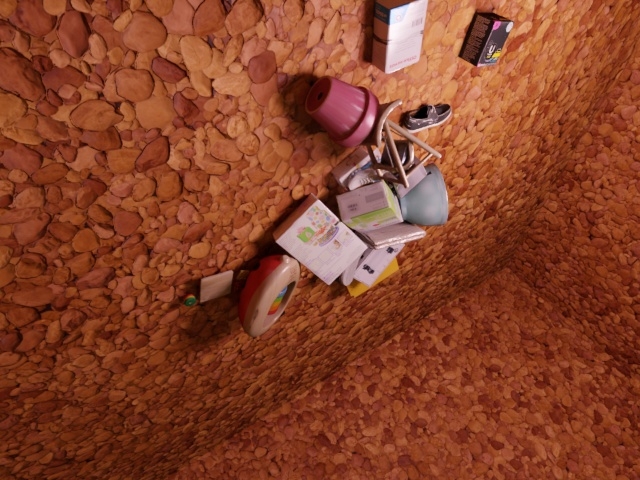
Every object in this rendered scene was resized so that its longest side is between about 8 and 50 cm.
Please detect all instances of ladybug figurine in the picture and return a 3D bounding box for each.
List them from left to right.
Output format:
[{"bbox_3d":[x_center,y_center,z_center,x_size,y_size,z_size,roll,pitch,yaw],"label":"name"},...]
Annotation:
[{"bbox_3d":[-0.232,0.221,1.767,0.305,0.162,0.449,-33,154,-56],"label":"ladybug figurine"}]

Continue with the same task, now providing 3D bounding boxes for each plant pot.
[{"bbox_3d":[0.059,-0.426,1.321,0.180,0.201,0.201,22,114,-36],"label":"plant pot"},{"bbox_3d":[0.447,-0.195,1.912,0.196,0.293,0.293,-11,144,1],"label":"plant pot"}]

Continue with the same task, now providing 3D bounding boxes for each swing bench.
[{"bbox_3d":[0.236,-0.338,1.434,0.165,0.253,0.254,-43,108,-1],"label":"swing bench"}]

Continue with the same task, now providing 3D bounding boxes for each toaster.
[{"bbox_3d":[0.349,-0.299,1.759,0.186,0.168,0.110,-43,146,5],"label":"toaster"}]

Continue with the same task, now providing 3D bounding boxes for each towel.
[{"bbox_3d":[0.326,-0.030,1.912,0.282,0.187,0.049,-13,117,-17],"label":"towel"}]

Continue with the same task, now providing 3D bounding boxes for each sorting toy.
[{"bbox_3d":[-0.421,0.172,1.666,0.275,0.046,0.132,-15,140,-32],"label":"sorting toy"}]

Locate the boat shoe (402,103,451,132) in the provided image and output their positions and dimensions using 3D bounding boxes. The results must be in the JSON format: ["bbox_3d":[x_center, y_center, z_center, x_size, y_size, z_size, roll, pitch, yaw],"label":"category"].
[{"bbox_3d":[0.445,-0.514,1.678,0.233,0.084,0.079,-25,144,-17],"label":"boat shoe"}]

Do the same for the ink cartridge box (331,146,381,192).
[{"bbox_3d":[0.152,-0.296,1.662,0.198,0.067,0.115,-39,147,1],"label":"ink cartridge box"}]

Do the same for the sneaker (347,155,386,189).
[{"bbox_3d":[0.192,-0.253,1.614,0.191,0.083,0.071,-37,148,-1],"label":"sneaker"}]

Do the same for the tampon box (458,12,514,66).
[{"bbox_3d":[0.623,-0.757,1.550,0.120,0.101,0.161,-19,141,-30],"label":"tampon box"}]

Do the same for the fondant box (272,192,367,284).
[{"bbox_3d":[0.000,0.000,1.712,0.238,0.096,0.330,-45,120,7],"label":"fondant box"}]

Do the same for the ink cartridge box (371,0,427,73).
[{"bbox_3d":[0.247,-0.661,1.307,0.148,0.086,0.203,-27,146,-18],"label":"ink cartridge box"}]

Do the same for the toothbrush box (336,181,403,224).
[{"bbox_3d":[0.215,-0.133,1.746,0.206,0.122,0.283,-16,167,18],"label":"toothbrush box"}]

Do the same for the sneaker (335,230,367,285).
[{"bbox_3d":[0.134,0.052,2.020,0.126,0.127,0.321,34,78,-52],"label":"sneaker"}]

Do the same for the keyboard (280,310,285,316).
[{"bbox_3d":[-0.235,0.364,2.085,0.100,0.038,0.192,-34,146,-9],"label":"keyboard"}]

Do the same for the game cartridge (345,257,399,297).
[{"bbox_3d":[0.257,0.136,2.214,0.324,0.052,0.285,-31,131,-8],"label":"game cartridge"}]

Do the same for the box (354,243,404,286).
[{"bbox_3d":[0.273,0.082,2.095,0.169,0.087,0.290,30,102,-41],"label":"box"}]
